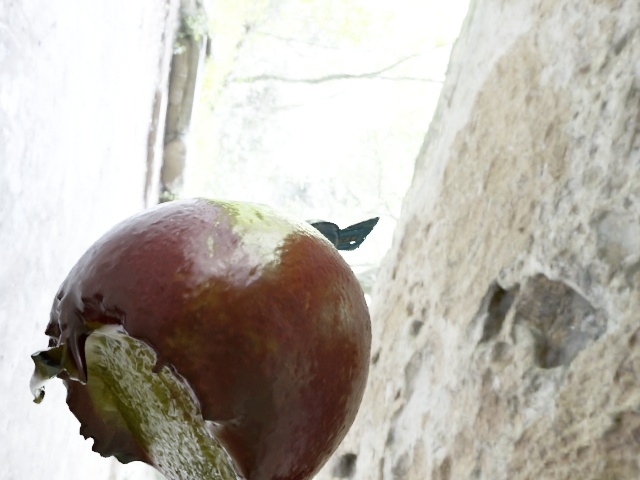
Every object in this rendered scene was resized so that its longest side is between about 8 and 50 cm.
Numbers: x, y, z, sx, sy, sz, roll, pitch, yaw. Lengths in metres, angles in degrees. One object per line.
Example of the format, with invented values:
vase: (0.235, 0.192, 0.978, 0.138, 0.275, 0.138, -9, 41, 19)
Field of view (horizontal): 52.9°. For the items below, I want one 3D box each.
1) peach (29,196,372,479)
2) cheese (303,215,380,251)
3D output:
peach: (-0.113, 0.116, 0.716, 0.310, 0.335, 0.406, -55, 173, -33)
cheese: (0.000, 0.000, 1.253, 0.135, 0.245, 0.052, -54, -126, 46)
